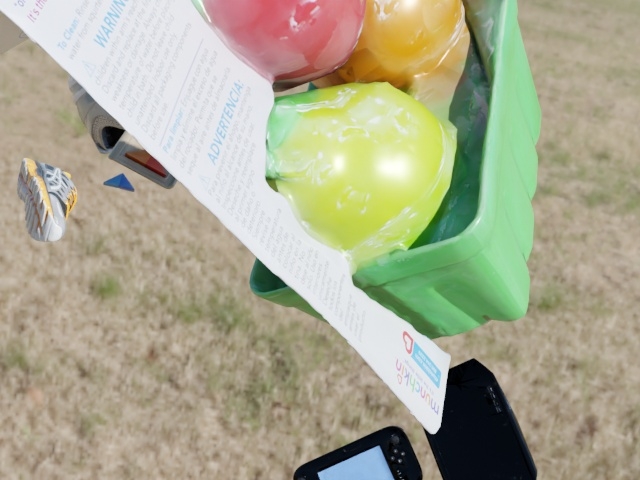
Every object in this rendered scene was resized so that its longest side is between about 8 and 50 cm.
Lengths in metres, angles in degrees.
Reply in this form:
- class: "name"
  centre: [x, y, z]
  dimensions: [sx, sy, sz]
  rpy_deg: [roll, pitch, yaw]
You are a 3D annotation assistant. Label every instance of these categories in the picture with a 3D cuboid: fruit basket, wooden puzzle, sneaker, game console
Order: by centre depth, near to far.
- class: "fruit basket"
  centre: [-0.008, -0.110, 0.556]
  dimensions: [0.353, 0.165, 0.327]
  rpy_deg: [41, 45, -31]
- class: "wooden puzzle"
  centre: [-0.166, -0.093, 0.961]
  dimensions: [0.078, 0.014, 0.116]
  rpy_deg: [20, 59, -4]
- class: "sneaker"
  centre: [-0.199, -0.185, 1.167]
  dimensions: [0.105, 0.115, 0.281]
  rpy_deg: [-15, -1, -42]
- class: "game console"
  centre: [0.130, 0.340, 1.438]
  dimensions: [0.044, 0.361, 0.213]
  rpy_deg: [32, 34, -62]
- class: "sneaker"
  centre: [-0.423, -0.067, 1.512]
  dimensions: [0.083, 0.084, 0.215]
  rpy_deg: [8, 29, -30]

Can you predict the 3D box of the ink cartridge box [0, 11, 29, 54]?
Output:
- class: "ink cartridge box"
  centre: [-0.304, -0.170, 0.814]
  dimensions: [0.171, 0.056, 0.235]
  rpy_deg: [-27, 0, 7]
